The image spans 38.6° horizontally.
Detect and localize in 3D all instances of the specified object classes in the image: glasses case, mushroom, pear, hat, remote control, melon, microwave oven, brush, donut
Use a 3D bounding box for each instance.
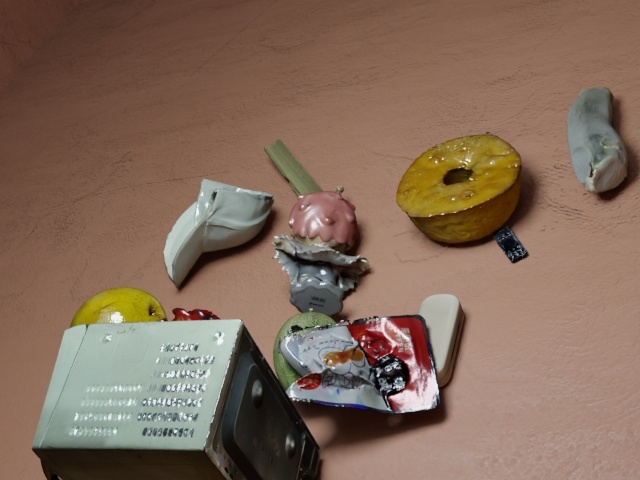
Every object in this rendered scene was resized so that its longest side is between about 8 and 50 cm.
[{"bbox_3d":[0.207,0.181,1.659,0.083,0.050,0.196,-3,44,27],"label":"glasses case"},{"bbox_3d":[0.561,-0.214,1.872,0.109,0.097,0.351,-13,36,19],"label":"mushroom"},{"bbox_3d":[-0.415,0.197,1.928,0.209,0.209,0.209,-18,37,14],"label":"pear"},{"bbox_3d":[-0.243,-0.012,2.138,0.301,0.168,0.258,-57,15,0],"label":"hat"},{"bbox_3d":[0.371,0.008,1.793,0.039,0.014,0.096,-28,37,3],"label":"remote control"},{"bbox_3d":[-0.019,0.209,1.697,0.139,0.139,0.192,-14,49,19],"label":"melon"},{"bbox_3d":[-0.210,0.313,1.433,0.333,0.394,0.247,-4,48,18],"label":"microwave oven"},{"bbox_3d":[-0.062,-0.162,2.263,0.054,0.048,0.282,-34,44,-3],"label":"brush"},{"bbox_3d":[0.295,-0.102,1.890,0.278,0.108,0.277,-20,33,14],"label":"donut"}]

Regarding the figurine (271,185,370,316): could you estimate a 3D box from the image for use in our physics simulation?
[{"bbox_3d":[0.000,0.000,1.943,0.207,0.166,0.387,10,38,-5],"label":"figurine"}]

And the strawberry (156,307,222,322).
[{"bbox_3d":[-0.217,0.260,1.771,0.280,0.150,0.253,-10,60,21],"label":"strawberry"}]

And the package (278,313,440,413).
[{"bbox_3d":[0.062,0.218,1.589,0.270,0.071,0.194,-2,60,-6],"label":"package"}]
